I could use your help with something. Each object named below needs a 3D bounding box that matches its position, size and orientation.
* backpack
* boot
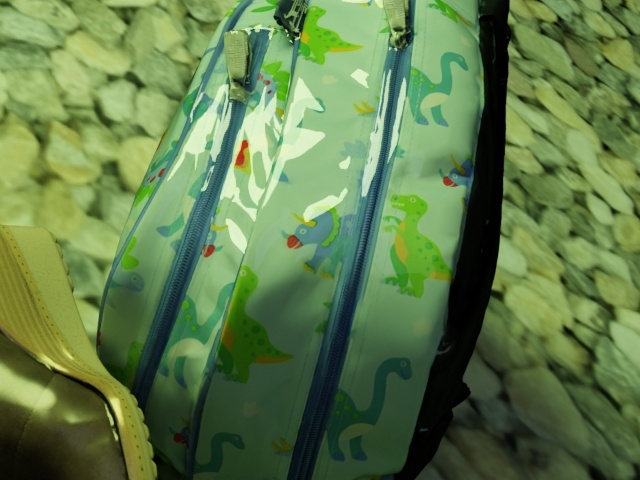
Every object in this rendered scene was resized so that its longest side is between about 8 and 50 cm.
[{"bbox_3d":[0.000,0.000,0.832,0.273,0.290,0.356,7,46,-15],"label":"backpack"},{"bbox_3d":[-0.199,0.094,0.658,0.206,0.090,0.248,-9,50,-26],"label":"boot"}]
